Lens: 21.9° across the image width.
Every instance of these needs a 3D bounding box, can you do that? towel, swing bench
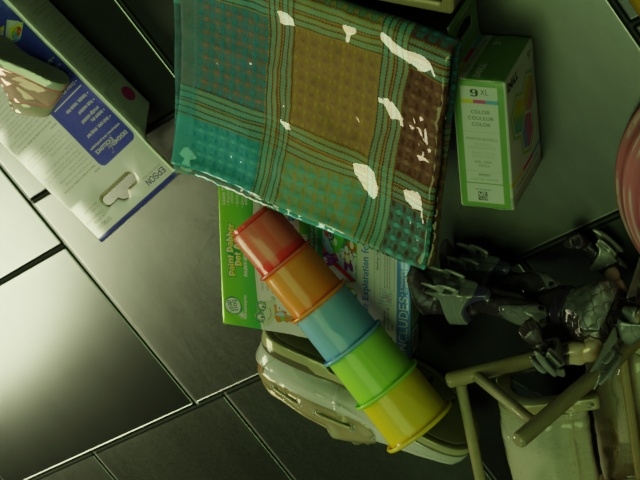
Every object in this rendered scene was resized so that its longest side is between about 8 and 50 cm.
[{"bbox_3d":[-0.020,-0.144,1.790,0.370,0.040,0.272,23,123,32],"label":"towel"},{"bbox_3d":[0.307,0.237,1.890,0.165,0.254,0.253,39,147,56],"label":"swing bench"}]

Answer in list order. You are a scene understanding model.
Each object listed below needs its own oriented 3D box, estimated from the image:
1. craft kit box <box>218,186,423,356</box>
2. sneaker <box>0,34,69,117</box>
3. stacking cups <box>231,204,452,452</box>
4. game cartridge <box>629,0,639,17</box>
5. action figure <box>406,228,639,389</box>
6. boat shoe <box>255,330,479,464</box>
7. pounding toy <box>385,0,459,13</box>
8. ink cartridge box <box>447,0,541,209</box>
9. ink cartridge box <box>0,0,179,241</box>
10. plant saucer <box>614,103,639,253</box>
[{"bbox_3d":[0.000,0.000,1.947,0.246,0.061,0.250,9,116,18],"label":"craft kit box"},{"bbox_3d":[-0.365,-0.190,1.937,0.134,0.051,0.070,29,124,0],"label":"sneaker"},{"bbox_3d":[0.023,0.092,1.906,0.096,0.096,0.316,-36,91,39],"label":"stacking cups"},{"bbox_3d":[0.371,-0.346,1.550,0.285,0.053,0.324,-27,108,37],"label":"game cartridge"},{"bbox_3d":[0.246,0.067,1.825,0.285,0.185,0.099,10,134,31],"label":"action figure"},{"bbox_3d":[0.057,0.195,2.049,0.302,0.113,0.103,30,132,18],"label":"boat shoe"},{"bbox_3d":[0.126,-0.329,1.647,0.206,0.094,0.181,13,133,17],"label":"pounding toy"},{"bbox_3d":[0.184,-0.149,1.740,0.062,0.109,0.209,5,123,22],"label":"ink cartridge box"},{"bbox_3d":[-0.338,-0.181,2.002,0.371,0.069,0.175,47,128,-7],"label":"ink cartridge box"},{"bbox_3d":[0.461,-0.037,1.700,0.332,0.084,0.332,13,128,17],"label":"plant saucer"}]
